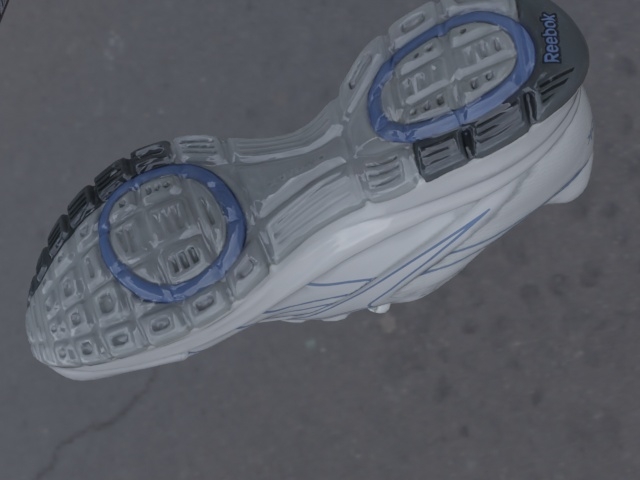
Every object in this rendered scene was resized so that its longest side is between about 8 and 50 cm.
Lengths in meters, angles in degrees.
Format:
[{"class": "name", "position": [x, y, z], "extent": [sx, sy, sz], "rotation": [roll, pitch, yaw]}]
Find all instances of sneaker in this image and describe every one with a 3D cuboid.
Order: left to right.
[{"class": "sneaker", "position": [0.000, 0.000, 0.697], "extent": [0.297, 0.129, 0.111], "rotation": [-23, 55, 12]}]

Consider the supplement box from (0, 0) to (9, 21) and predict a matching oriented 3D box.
[{"class": "supplement box", "position": [-0.248, -0.110, 0.776], "extent": [0.130, 0.073, 0.239], "rotation": [6, 57, 8]}]
